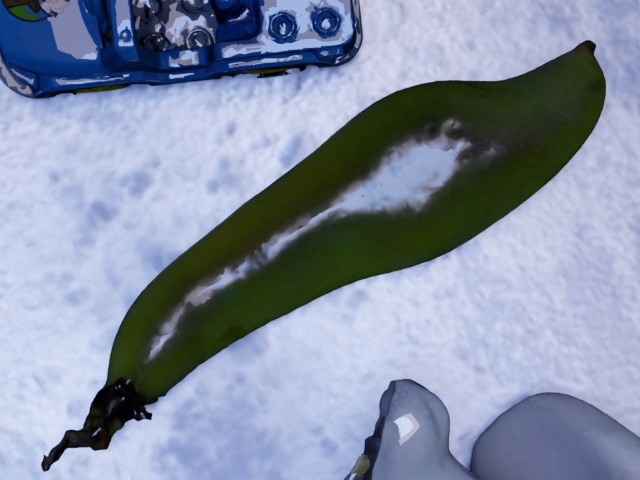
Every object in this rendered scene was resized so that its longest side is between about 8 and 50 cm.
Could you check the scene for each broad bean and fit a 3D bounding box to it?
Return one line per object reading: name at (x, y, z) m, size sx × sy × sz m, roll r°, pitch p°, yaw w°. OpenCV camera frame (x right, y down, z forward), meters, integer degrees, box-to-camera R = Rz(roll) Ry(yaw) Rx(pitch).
broad bean at (0.000, 0.001, 0.891) m, size 0.325 × 0.067 × 0.075 m, roll -35°, pitch 57°, yaw -1°

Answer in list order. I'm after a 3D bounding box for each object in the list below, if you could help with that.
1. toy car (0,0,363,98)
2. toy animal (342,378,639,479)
toy car at (-0.069, -0.124, 0.875) m, size 0.191 × 0.100 × 0.097 m, roll -6°, pitch 90°, yaw 3°
toy animal at (0.106, 0.208, 0.816) m, size 0.289 × 0.174 × 0.249 m, roll 36°, pitch 76°, yaw 11°
